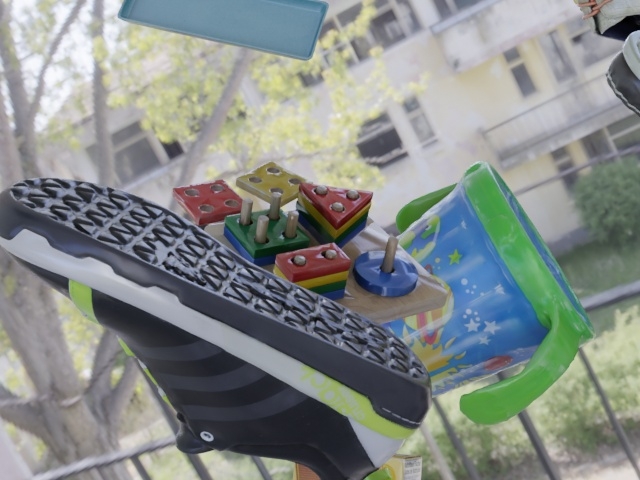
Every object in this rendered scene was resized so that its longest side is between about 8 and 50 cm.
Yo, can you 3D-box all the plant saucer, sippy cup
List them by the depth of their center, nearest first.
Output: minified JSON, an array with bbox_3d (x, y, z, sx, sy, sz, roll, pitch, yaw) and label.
[{"bbox_3d":[-0.092,-0.215,0.892,0.018,0.192,0.067,84,-159,-68],"label":"plant saucer"},{"bbox_3d":[0.156,0.064,1.070,0.224,0.240,0.305,-33,-1,14],"label":"sippy cup"}]

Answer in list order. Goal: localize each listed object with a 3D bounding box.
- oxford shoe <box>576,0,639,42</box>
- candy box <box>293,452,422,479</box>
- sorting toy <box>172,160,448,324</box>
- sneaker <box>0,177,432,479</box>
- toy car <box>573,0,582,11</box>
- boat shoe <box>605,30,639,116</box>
[{"bbox_3d":[0.339,-0.327,1.084,0.146,0.397,0.140,-57,4,-12],"label":"oxford shoe"},{"bbox_3d":[0.028,0.282,0.840,0.109,0.186,0.053,-1,-10,26],"label":"candy box"},{"bbox_3d":[0.000,0.000,0.675,0.132,0.046,0.274,-11,38,-30],"label":"sorting toy"},{"bbox_3d":[-0.056,0.059,0.439,0.097,0.235,0.084,-58,13,14],"label":"sneaker"},{"bbox_3d":[0.459,-0.268,1.262,0.239,0.225,0.053,0,20,34],"label":"toy car"},{"bbox_3d":[0.275,-0.071,0.645,0.069,0.228,0.081,-42,38,44],"label":"boat shoe"}]
